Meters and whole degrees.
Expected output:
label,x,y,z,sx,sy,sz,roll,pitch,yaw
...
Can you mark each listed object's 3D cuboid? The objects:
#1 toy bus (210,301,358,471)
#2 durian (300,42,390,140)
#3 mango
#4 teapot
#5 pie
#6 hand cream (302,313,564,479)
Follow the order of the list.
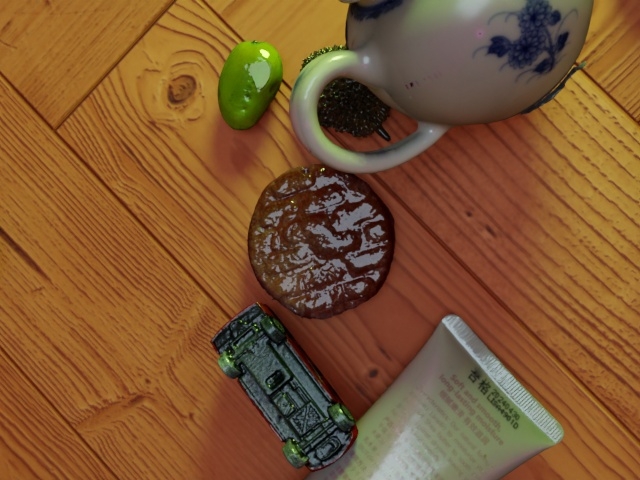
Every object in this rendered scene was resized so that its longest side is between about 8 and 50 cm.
label,x,y,z,sx,sy,sz,roll,pitch,yaw
toy bus,-0.036,0.166,0.825,0.081,0.089,0.195,-41,76,5
durian,0.032,-0.168,0.834,0.110,0.071,0.140,-45,89,7
mango,-0.085,-0.183,0.857,0.073,0.056,0.108,19,96,13
teapot,0.118,-0.253,0.710,0.280,0.252,0.424,35,91,-29
pie,0.000,0.000,0.850,0.182,0.049,0.182,0,89,9
hand cream,0.082,0.266,0.821,0.358,0.118,0.185,-42,78,0
